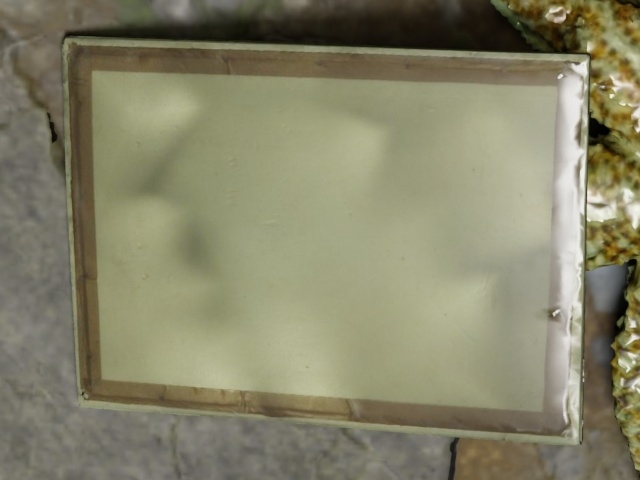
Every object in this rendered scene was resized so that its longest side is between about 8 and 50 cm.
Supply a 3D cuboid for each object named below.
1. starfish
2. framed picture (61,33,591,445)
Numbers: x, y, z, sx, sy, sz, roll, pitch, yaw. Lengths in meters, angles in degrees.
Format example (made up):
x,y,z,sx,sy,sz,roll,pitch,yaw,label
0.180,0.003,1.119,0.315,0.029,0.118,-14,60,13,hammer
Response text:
x,y,z,sx,sy,sz,roll,pitch,yaw,label
0.173,-0.048,0.815,0.347,0.078,0.358,37,98,-12,starfish
0.000,0.000,0.791,0.231,0.010,0.173,4,106,14,framed picture
